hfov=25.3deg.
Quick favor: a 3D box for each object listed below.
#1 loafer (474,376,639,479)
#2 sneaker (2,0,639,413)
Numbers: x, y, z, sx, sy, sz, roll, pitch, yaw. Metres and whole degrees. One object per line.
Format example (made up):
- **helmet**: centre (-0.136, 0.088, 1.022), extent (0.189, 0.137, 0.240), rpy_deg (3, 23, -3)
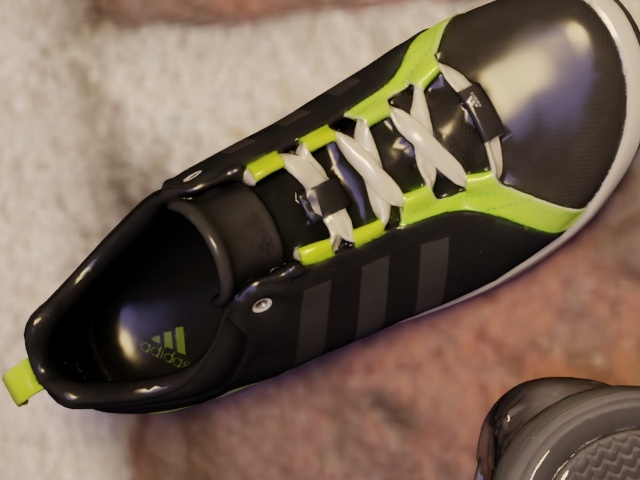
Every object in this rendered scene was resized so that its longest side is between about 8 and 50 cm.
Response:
- **loafer**: centre (0.105, 0.187, 0.451), extent (0.109, 0.095, 0.302), rpy_deg (-10, 96, -10)
- **sneaker**: centre (0.000, 0.000, 0.455), extent (0.235, 0.097, 0.084), rpy_deg (-34, 83, 19)
